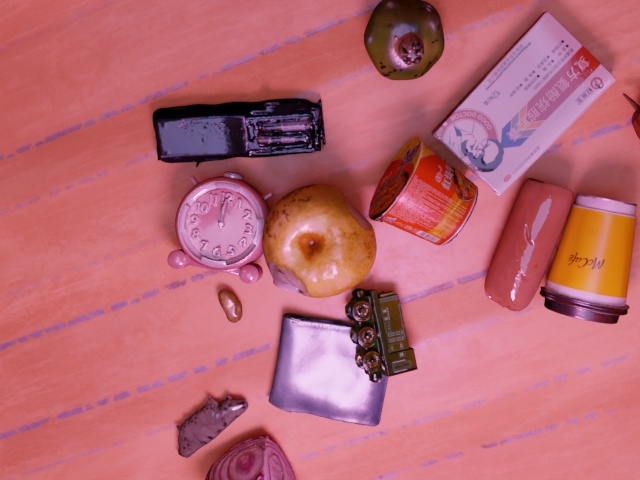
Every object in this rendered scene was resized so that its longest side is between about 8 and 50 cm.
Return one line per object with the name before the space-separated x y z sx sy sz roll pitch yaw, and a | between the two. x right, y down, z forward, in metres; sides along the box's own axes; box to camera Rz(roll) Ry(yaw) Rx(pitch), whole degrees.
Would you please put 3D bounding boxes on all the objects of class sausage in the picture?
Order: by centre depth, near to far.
sausage | 0.469 0.011 1.649 0.121 0.121 0.305 18 103 0

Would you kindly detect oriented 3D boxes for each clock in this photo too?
clock | -0.222 -0.040 1.690 0.227 0.142 0.242 11 95 1

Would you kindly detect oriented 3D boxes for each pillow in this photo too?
pillow | -0.294 0.466 1.855 0.241 0.051 0.093 -41 98 15

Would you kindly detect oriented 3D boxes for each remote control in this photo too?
remote control | -0.190 -0.247 1.665 0.398 0.062 0.145 -4 104 5

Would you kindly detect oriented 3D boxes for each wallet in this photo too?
wallet | 0.027 0.319 1.793 0.290 0.054 0.252 9 104 2

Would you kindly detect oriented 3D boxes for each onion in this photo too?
onion | -0.170 0.638 1.815 0.206 0.216 0.206 -22 118 20

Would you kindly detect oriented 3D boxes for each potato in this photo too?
potato | -0.218 0.159 1.777 0.046 0.045 0.092 -29 100 -27

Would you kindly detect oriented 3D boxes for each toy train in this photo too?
toy train | 0.142 0.218 1.720 0.137 0.090 0.226 -11 90 -13

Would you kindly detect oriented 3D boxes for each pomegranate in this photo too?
pomegranate | 0.177 -0.418 1.521 0.179 0.210 0.180 1 120 2

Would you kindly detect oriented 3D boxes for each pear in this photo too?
pear | 0.000 0.000 1.612 0.270 0.271 0.271 1 104 4

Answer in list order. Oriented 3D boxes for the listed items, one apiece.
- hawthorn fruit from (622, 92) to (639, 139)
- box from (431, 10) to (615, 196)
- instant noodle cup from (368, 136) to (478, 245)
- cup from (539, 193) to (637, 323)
hawthorn fruit | 0.771 -0.263 1.532 0.262 0.210 0.211 11 106 24
box | 0.444 -0.298 1.607 0.214 0.069 0.353 42 105 -6
instant noodle cup | 0.233 -0.096 1.608 0.174 0.213 0.213 30 104 -12
cup | 0.610 0.043 1.621 0.196 0.196 0.280 11 97 1
